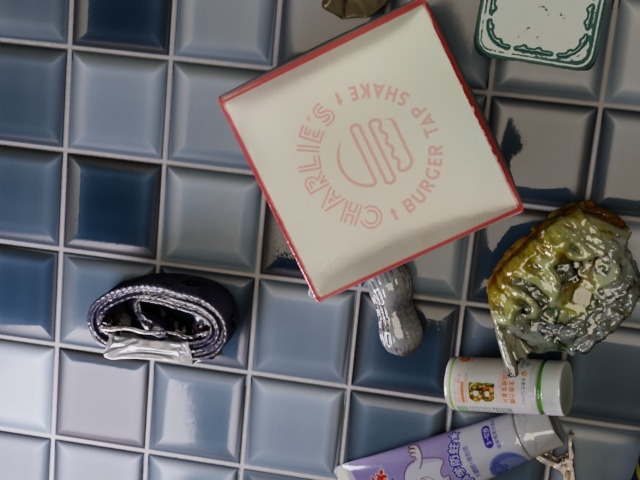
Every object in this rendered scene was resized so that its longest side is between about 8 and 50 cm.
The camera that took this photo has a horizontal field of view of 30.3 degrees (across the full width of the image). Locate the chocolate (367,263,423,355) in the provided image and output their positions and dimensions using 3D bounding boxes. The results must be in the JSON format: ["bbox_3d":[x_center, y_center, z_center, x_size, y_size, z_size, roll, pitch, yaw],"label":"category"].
[{"bbox_3d":[0.116,0.101,1.850,0.072,0.072,0.167,-9,101,12],"label":"chocolate"}]

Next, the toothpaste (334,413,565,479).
[{"bbox_3d":[0.208,0.358,1.897,0.371,0.080,0.125,-25,88,19],"label":"toothpaste"}]

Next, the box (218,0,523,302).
[{"bbox_3d":[0.079,-0.138,1.680,0.312,0.300,0.314,-25,97,11],"label":"box"}]

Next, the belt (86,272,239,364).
[{"bbox_3d":[-0.252,0.130,1.891,0.231,0.126,0.139,3,101,8],"label":"belt"}]

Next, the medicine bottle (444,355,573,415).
[{"bbox_3d":[0.288,0.223,1.818,0.183,0.086,0.086,-1,102,26],"label":"medicine bottle"}]

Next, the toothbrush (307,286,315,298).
[{"bbox_3d":[0.000,0.000,1.877,0.019,0.013,0.193,11,105,16],"label":"toothbrush"}]

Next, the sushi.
[{"bbox_3d":[0.357,0.072,1.767,0.184,0.139,0.274,45,105,-1],"label":"sushi"}]

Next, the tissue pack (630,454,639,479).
[{"bbox_3d":[0.562,0.523,1.764,0.264,0.253,0.416,15,105,-1],"label":"tissue pack"}]

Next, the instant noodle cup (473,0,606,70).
[{"bbox_3d":[0.322,-0.335,1.720,0.179,0.070,0.157,11,103,8],"label":"instant noodle cup"}]

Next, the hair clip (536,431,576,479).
[{"bbox_3d":[0.409,0.417,1.890,0.072,0.034,0.226,-20,100,17],"label":"hair clip"}]

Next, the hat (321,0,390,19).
[{"bbox_3d":[0.055,-0.430,1.752,0.147,0.085,0.175,-32,73,30],"label":"hat"}]
